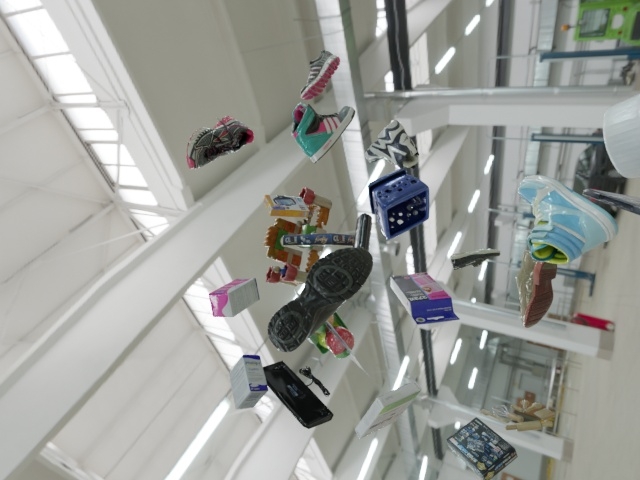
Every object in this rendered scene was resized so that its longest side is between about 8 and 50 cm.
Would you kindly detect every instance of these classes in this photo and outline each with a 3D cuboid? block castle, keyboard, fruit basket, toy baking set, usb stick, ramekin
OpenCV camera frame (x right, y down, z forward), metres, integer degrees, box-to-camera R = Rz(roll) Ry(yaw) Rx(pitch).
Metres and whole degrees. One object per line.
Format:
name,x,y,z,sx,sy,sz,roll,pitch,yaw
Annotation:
block castle,-0.130,-0.010,2.005,0.213,0.303,0.453,18,-105,-23
keyboard,-0.070,0.535,1.485,0.201,0.317,0.033,-6,-63,-39
fruit basket,0.033,0.375,1.646,0.165,0.353,0.327,-37,-59,-7
toy baking set,0.761,0.681,1.606,0.197,0.256,0.030,-15,-87,-82
usb stick,0.112,0.026,1.176,0.278,0.045,0.077,-77,8,-48
ramekin,1.030,-0.334,1.330,0.277,0.135,0.277,7,-103,-33

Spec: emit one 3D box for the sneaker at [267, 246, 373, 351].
sneaker,0.004,0.122,0.923,0.286,0.109,0.130,-43,-14,9

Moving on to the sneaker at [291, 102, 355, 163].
sneaker,-0.006,-0.425,1.468,0.178,0.124,0.295,42,-124,-13

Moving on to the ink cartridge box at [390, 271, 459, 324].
ink cartridge box,0.431,0.236,1.760,0.371,0.175,0.069,-110,15,-70

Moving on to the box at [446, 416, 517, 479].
box,0.659,0.852,1.708,0.175,0.220,0.051,-29,-69,-15

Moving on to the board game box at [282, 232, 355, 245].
board game box,0.000,0.000,1.574,0.165,0.243,0.042,4,-94,-50

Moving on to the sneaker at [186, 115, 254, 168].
sneaker,-0.350,-0.339,1.443,0.299,0.112,0.121,-51,-16,-39

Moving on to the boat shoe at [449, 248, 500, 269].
boat shoe,0.750,0.088,2.007,0.084,0.233,0.079,-37,-65,-78

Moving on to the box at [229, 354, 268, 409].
box,-0.248,0.483,1.422,0.072,0.137,0.126,10,-50,-35

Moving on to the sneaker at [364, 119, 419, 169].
sneaker,0.240,-0.276,1.352,0.094,0.153,0.235,-41,-3,-23

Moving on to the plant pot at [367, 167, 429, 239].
plant pot,0.348,-0.183,1.918,0.236,0.212,0.236,-26,-38,-7

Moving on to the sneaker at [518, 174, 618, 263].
sneaker,0.649,-0.058,1.211,0.208,0.319,0.127,-38,-52,3

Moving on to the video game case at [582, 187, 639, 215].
video game case,0.885,-0.087,1.122,0.274,0.196,0.026,-96,16,-71

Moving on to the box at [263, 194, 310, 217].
box,-0.095,-0.103,1.243,0.136,0.081,0.028,-1,-52,-26

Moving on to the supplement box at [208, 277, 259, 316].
supplement box,-0.381,0.252,1.848,0.220,0.111,0.114,-33,-64,-64

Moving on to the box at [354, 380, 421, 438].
box,0.311,0.791,1.937,0.232,0.058,0.322,-9,-41,-32

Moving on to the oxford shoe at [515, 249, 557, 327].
oxford shoe,0.880,0.200,1.728,0.123,0.130,0.348,-10,-63,-20

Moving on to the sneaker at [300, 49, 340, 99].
sneaker,-0.012,-0.528,1.317,0.170,0.075,0.063,-47,-23,28
